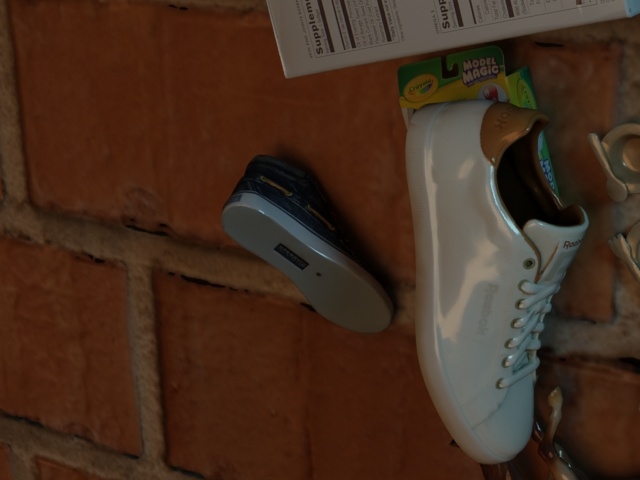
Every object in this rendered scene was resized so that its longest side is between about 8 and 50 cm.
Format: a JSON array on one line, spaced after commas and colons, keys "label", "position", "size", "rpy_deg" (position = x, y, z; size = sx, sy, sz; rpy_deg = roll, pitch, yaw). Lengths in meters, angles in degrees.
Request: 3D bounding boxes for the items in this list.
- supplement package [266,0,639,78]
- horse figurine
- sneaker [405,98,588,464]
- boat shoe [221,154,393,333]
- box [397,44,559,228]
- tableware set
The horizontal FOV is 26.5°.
[{"label": "supplement package", "position": [0.109, -0.242, 0.932], "size": [0.263, 0.199, 0.198], "rpy_deg": [-5, 105, 36]}, {"label": "horse figurine", "position": [0.238, 0.197, 1.094], "size": [0.263, 0.066, 0.174], "rpy_deg": [-3, 99, 34]}, {"label": "sneaker", "position": [0.142, 0.038, 1.023], "size": [0.123, 0.106, 0.290], "rpy_deg": [0, 107, 37]}, {"label": "boat shoe", "position": [0.000, 0.000, 1.194], "size": [0.183, 0.083, 0.065], "rpy_deg": [40, 131, -17]}, {"label": "box", "position": [0.129, -0.064, 1.087], "size": [0.105, 0.043, 0.179], "rpy_deg": [-7, 106, 37]}, {"label": "tableware set", "position": [0.281, -0.032, 1.005], "size": [0.169, 0.020, 0.141], "rpy_deg": [-16, 97, 38]}]
